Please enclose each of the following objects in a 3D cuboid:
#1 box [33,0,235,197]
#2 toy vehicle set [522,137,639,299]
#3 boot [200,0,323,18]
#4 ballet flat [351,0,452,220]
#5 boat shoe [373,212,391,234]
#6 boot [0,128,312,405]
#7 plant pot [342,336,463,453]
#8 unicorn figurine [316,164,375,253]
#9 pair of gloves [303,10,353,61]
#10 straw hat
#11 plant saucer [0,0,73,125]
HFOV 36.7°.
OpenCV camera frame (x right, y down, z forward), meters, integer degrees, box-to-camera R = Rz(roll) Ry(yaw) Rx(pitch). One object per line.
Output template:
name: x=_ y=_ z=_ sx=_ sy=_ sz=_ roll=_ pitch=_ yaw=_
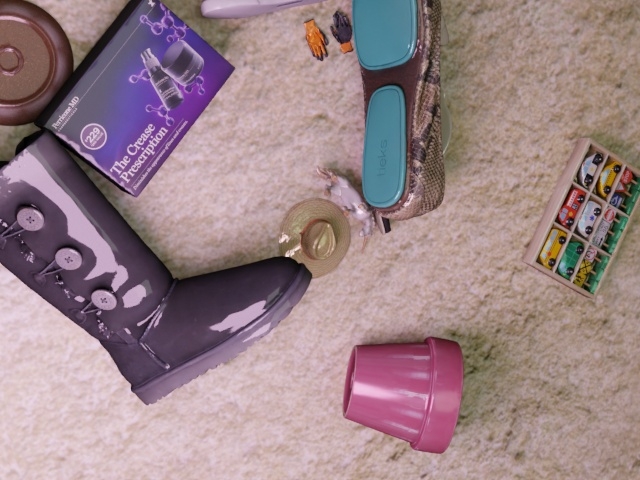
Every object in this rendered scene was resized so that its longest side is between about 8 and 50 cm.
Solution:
box: x=-0.290 y=-0.227 z=1.513 sx=0.184 sy=0.103 sz=0.261 roll=39 pitch=82 yaw=-23
toy vehicle set: x=0.514 y=-0.041 z=1.858 sx=0.166 sy=0.035 sz=0.267 roll=27 pitch=86 yaw=-20
boot: x=-0.088 y=-0.443 z=1.587 sx=0.258 sy=0.095 sz=0.123 roll=-17 pitch=95 yaw=-26
ballet flat: x=0.151 y=-0.277 z=1.649 sx=0.182 sy=0.164 sz=0.483 roll=-5 pitch=93 yaw=-45
boat shoe: x=0.108 y=-0.076 z=1.705 sx=0.042 sy=0.049 sz=0.133 roll=-13 pitch=95 yaw=-10
boot: x=-0.284 y=0.004 z=1.471 sx=0.367 sy=0.146 sz=0.445 roll=-35 pitch=105 yaw=15
plant pot: x=0.137 y=0.260 z=1.684 sx=0.180 sy=0.201 sz=0.201 roll=9 pitch=92 yaw=-4
unicorn figurine: x=0.054 y=-0.062 z=1.663 sx=0.060 sy=0.111 sz=0.162 roll=-24 pitch=84 yaw=14
pair of gloves: x=0.015 y=-0.352 z=1.665 sx=0.083 sy=0.010 sz=0.074 roll=-21 pitch=102 yaw=-17
straw hat: x=0.000 y=0.000 z=1.668 sx=0.144 sy=0.061 sz=0.144 roll=-2 pitch=96 yaw=-19
plant saucer: x=-0.480 y=-0.276 z=1.485 sx=0.198 sy=0.036 sz=0.199 roll=-2 pitch=97 yaw=-19
